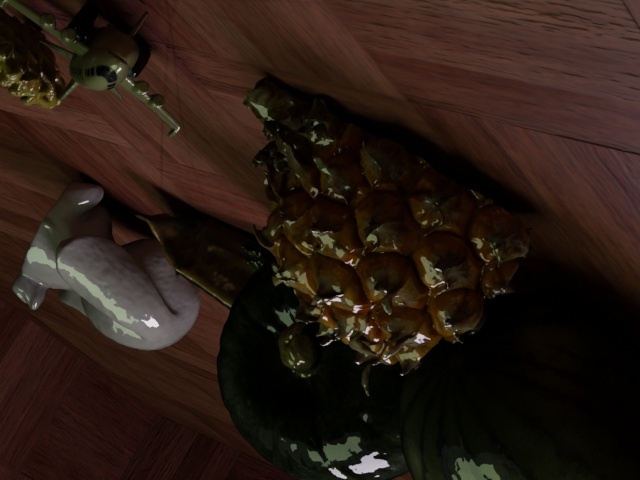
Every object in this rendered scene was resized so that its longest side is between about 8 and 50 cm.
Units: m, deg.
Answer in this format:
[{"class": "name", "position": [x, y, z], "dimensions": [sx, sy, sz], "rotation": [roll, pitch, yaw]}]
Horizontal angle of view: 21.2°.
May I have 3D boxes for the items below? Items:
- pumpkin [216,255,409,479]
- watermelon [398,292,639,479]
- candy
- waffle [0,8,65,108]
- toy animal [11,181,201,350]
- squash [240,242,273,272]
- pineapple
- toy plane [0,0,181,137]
[{"class": "pumpkin", "position": [0.020, 0.144, 1.988], "dimensions": [0.300, 0.300, 0.207], "rotation": [23, -173, 28]}, {"class": "watermelon", "position": [0.238, 0.211, 1.812], "dimensions": [0.279, 0.279, 0.359], "rotation": [15, 153, 47]}, {"class": "candy", "position": [-0.135, 0.030, 2.330], "dimensions": [0.271, 0.101, 0.143], "rotation": [30, 173, 27]}, {"class": "waffle", "position": [-0.338, -0.218, 1.857], "dimensions": [0.149, 0.051, 0.194], "rotation": [60, -169, 17]}, {"class": "toy animal", "position": [-0.307, 0.063, 2.570], "dimensions": [0.265, 0.206, 0.271], "rotation": [34, 164, -1]}, {"class": "squash", "position": [0.031, 0.080, 2.174], "dimensions": [0.341, 0.094, 0.094], "rotation": [36, 165, -27]}, {"class": "pineapple", "position": [-0.003, -0.002, 1.703], "dimensions": [0.286, 0.209, 0.344], "rotation": [35, 167, -18]}, {"class": "toy plane", "position": [-0.223, -0.186, 1.749], "dimensions": [0.229, 0.092, 0.244], "rotation": [36, 166, -16]}]
